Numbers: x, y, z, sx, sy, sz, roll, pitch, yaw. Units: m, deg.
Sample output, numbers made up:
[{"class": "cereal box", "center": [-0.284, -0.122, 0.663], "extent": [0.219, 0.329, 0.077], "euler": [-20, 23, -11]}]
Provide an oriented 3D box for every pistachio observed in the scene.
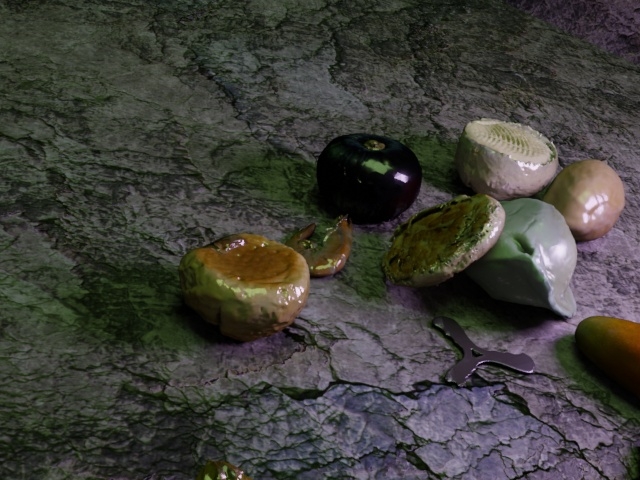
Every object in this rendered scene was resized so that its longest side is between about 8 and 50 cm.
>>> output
[{"class": "pistachio", "center": [0.608, -0.093, 2.398], "extent": [0.182, 0.162, 0.293], "euler": [-2, 27, 20]}]

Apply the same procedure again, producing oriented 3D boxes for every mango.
[{"class": "mango", "center": [0.598, 0.223, 1.938], "extent": [0.289, 0.129, 0.146], "euler": [25, 34, 31]}]

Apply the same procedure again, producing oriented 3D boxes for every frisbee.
[{"class": "frisbee", "center": [0.274, 0.217, 1.915], "extent": [0.211, 0.012, 0.187], "euler": [29, 36, 21]}]

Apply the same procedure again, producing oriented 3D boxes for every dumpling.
[{"class": "dumpling", "center": [0.421, 0.027, 2.088], "extent": [0.270, 0.211, 0.320], "euler": [22, 43, 6]}]

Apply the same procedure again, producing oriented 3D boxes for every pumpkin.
[{"class": "pumpkin", "center": [0.104, -0.140, 2.256], "extent": [0.233, 0.163, 0.233], "euler": [11, 30, -6]}]

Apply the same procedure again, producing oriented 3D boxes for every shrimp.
[{"class": "shrimp", "center": [0.001, 0.003, 2.112], "extent": [0.133, 0.053, 0.236], "euler": [1, 33, 15]}]

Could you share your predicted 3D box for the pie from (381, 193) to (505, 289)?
[{"class": "pie", "center": [0.240, -0.003, 2.058], "extent": [0.274, 0.055, 0.274], "euler": [-28, 25, 15]}]

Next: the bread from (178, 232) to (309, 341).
[{"class": "bread", "center": [-0.138, 0.084, 1.838], "extent": [0.245, 0.134, 0.244], "euler": [10, 29, -6]}]

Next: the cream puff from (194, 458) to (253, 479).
[{"class": "cream puff", "center": [-0.115, 0.370, 1.420], "extent": [0.146, 0.116, 0.146], "euler": [10, 29, -6]}]

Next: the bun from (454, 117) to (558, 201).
[{"class": "bun", "center": [0.433, -0.178, 2.461], "extent": [0.259, 0.152, 0.259], "euler": [14, 29, -8]}]
